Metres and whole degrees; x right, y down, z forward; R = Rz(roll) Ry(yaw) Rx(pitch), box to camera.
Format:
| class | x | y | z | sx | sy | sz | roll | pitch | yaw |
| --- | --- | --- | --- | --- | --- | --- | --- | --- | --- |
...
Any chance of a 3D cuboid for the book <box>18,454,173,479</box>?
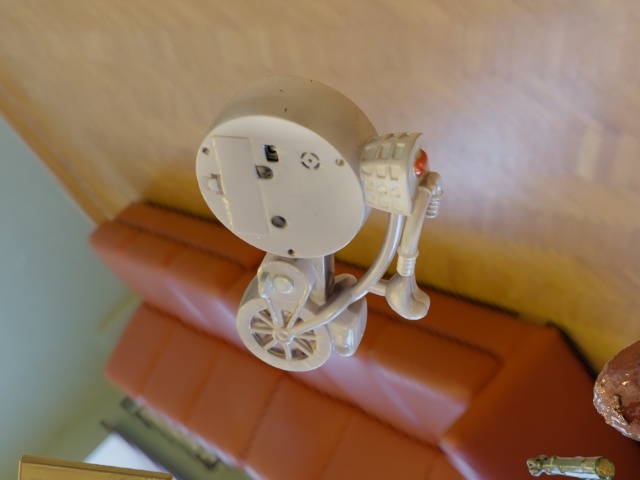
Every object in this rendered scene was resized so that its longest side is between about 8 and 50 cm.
| class | x | y | z | sx | sy | sz | roll | pitch | yaw |
| --- | --- | --- | --- | --- | --- | --- | --- | --- | --- |
| book | -0.180 | 0.253 | 1.081 | 0.118 | 0.172 | 0.012 | 7 | -165 | -1 |

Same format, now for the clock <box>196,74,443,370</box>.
| class | x | y | z | sx | sy | sz | roll | pitch | yaw |
| --- | --- | --- | --- | --- | --- | --- | --- | --- | --- |
| clock | 0.000 | 0.000 | 0.519 | 0.087 | 0.041 | 0.129 | 12 | 133 | 14 |

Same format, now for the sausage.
| class | x | y | z | sx | sy | sz | roll | pitch | yaw |
| --- | --- | --- | --- | --- | --- | --- | --- | --- | --- |
| sausage | 0.255 | 0.091 | 0.954 | 0.076 | 0.141 | 0.076 | -24 | -90 | -81 |

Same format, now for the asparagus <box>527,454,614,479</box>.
| class | x | y | z | sx | sy | sz | roll | pitch | yaw |
| --- | --- | --- | --- | --- | --- | --- | --- | --- | --- |
| asparagus | 0.163 | 0.149 | 0.917 | 0.018 | 0.015 | 0.127 | 17 | 168 | -8 |
